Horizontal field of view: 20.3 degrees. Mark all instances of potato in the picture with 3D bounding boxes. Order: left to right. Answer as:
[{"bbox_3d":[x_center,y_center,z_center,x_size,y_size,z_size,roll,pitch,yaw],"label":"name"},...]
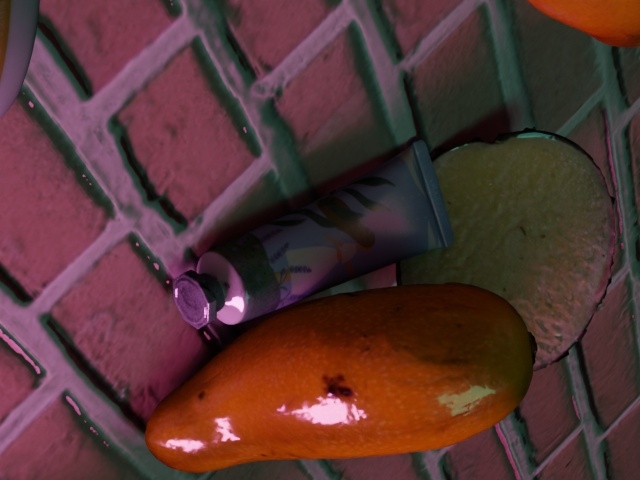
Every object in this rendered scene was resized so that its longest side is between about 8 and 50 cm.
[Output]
[{"bbox_3d":[0.136,0.013,1.457,0.117,0.182,0.202,145,-39,-73],"label":"potato"}]

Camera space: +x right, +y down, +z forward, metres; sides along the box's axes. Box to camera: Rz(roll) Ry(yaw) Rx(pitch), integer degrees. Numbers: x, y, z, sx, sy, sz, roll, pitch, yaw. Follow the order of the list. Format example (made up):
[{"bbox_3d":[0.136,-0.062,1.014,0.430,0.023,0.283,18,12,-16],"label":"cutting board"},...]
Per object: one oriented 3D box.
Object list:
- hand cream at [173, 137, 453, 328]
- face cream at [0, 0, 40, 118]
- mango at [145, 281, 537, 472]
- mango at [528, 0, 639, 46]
[{"bbox_3d":[0.000,0.000,1.307,0.256,0.088,0.055,-24,-174,-39],"label":"hand cream"},{"bbox_3d":[-0.254,-0.085,0.786,0.291,0.071,0.144,-18,131,-45],"label":"face cream"},{"bbox_3d":[0.013,0.098,1.312,0.295,0.120,0.177,-9,-178,20],"label":"mango"},{"bbox_3d":[0.213,-0.271,1.142,0.211,0.173,0.317,-23,138,-41],"label":"mango"}]
